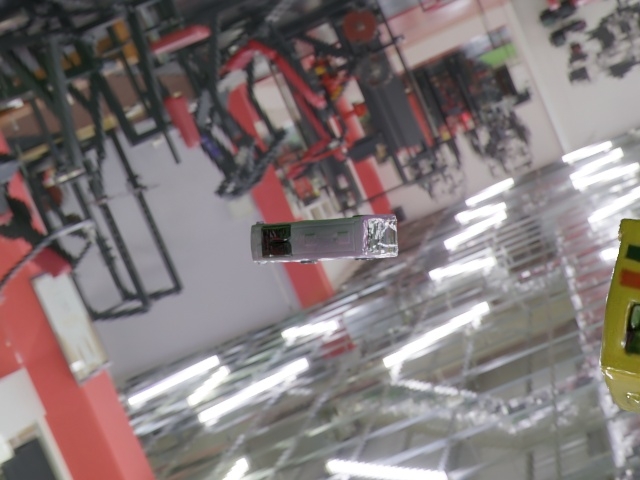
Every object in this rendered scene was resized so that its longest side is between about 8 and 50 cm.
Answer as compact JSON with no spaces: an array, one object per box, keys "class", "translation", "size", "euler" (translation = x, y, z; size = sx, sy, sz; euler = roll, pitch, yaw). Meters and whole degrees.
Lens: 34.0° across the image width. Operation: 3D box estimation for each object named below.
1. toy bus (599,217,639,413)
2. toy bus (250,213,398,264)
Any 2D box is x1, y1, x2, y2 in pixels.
[{"class":"toy bus","translation":[0.323,0.066,0.548],"size":[0.335,0.123,0.121],"euler":[12,161,26]},{"class":"toy bus","translation":[0.000,0.000,0.812],"size":[0.130,0.037,0.052],"euler":[-3,180,44]}]
